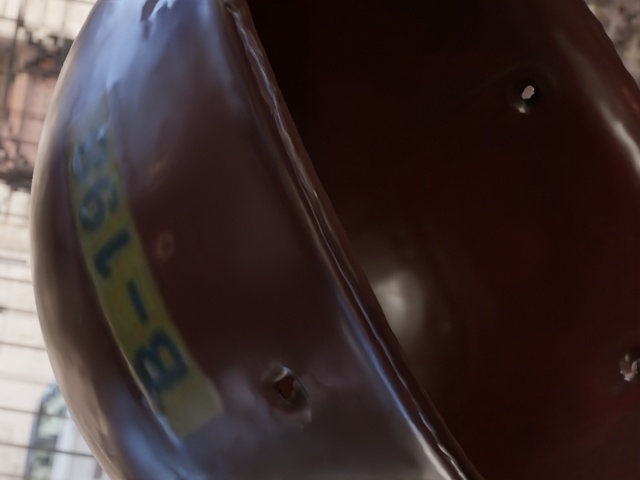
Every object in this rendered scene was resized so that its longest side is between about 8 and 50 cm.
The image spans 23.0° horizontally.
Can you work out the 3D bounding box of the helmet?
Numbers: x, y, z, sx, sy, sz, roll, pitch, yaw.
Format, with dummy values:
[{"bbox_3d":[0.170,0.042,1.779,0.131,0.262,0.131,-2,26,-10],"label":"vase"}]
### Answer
[{"bbox_3d":[0.000,0.000,0.671,0.230,0.337,0.385,-31,75,31],"label":"helmet"}]
